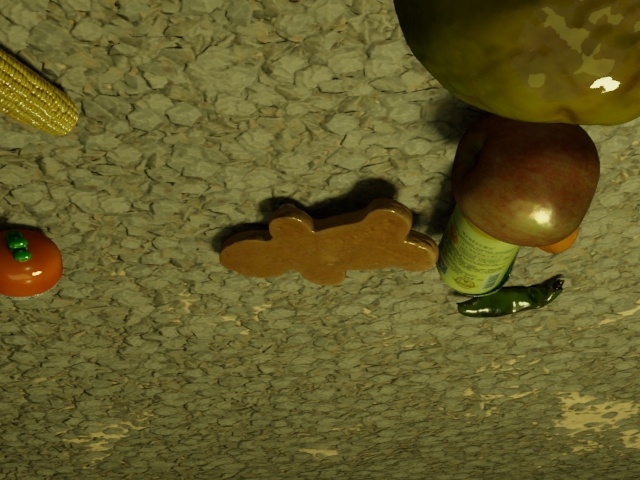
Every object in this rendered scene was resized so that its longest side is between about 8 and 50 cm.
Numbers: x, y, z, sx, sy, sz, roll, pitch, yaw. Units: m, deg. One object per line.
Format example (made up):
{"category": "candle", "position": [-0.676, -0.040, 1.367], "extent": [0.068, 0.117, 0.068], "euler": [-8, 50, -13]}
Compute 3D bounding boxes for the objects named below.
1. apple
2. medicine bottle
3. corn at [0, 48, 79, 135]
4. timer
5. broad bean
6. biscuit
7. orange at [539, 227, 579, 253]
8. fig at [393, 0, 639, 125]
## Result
{"category": "apple", "position": [0.271, -0.087, 1.523], "extent": [0.174, 0.188, 0.188], "euler": [18, 146, -19]}
{"category": "medicine bottle", "position": [0.251, -0.015, 1.726], "extent": [0.124, 0.124, 0.239], "euler": [-1, 152, -7]}
{"category": "corn", "position": [-0.374, -0.185, 1.374], "extent": [0.067, 0.067, 0.206], "euler": [-19, 152, 25]}
{"category": "timer", "position": [-0.457, 0.032, 1.729], "extent": [0.136, 0.099, 0.136], "euler": [-13, 160, -5]}
{"category": "broad bean", "position": [0.343, 0.106, 2.043], "extent": [0.195, 0.046, 0.061], "euler": [-14, 139, 7]}
{"category": "biscuit", "position": [0.000, 0.000, 1.781], "extent": [0.340, 0.047, 0.216], "euler": [-10, 144, 24]}
{"category": "orange", "position": [0.361, -0.021, 1.775], "extent": [0.084, 0.083, 0.083], "euler": [-4, 152, -2]}
{"category": "fig", "position": [0.215, -0.266, 1.066], "extent": [0.343, 0.343, 0.343], "euler": [-4, 152, -2]}
